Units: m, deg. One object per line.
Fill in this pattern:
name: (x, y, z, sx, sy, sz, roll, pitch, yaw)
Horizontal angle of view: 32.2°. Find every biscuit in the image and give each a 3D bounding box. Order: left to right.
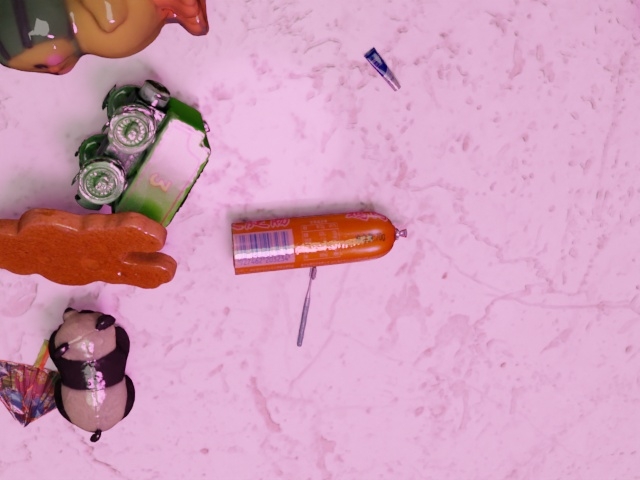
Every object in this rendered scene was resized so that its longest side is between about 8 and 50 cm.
biscuit: (-0.406, 0.010, 1.844, 0.334, 0.047, 0.202, 0, 146, 8)

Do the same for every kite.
kite: (-0.527, 0.258, 2.003, 0.241, 0.014, 0.183, 19, 107, -15)

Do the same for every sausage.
sausage: (0.000, 0.000, 1.944, 0.312, 0.093, 0.093, -6, 114, -7)

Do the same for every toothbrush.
toothbrush: (-0.025, 0.122, 2.031, 0.011, 0.014, 0.167, 3, 113, -20)

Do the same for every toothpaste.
toothpaste: (0.106, -0.288, 1.882, 0.024, 0.015, 0.083, -40, 109, -1)

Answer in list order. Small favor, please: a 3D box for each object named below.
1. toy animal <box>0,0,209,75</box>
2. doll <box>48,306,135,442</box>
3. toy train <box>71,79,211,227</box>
toy animal: (-0.349, -0.364, 1.680, 0.338, 0.216, 0.191, -15, 87, 0)
doll: (-0.399, 0.226, 1.943, 0.143, 0.135, 0.234, -6, 104, -13)
toy train: (-0.290, -0.135, 1.817, 0.188, 0.132, 0.243, 25, 109, -23)
